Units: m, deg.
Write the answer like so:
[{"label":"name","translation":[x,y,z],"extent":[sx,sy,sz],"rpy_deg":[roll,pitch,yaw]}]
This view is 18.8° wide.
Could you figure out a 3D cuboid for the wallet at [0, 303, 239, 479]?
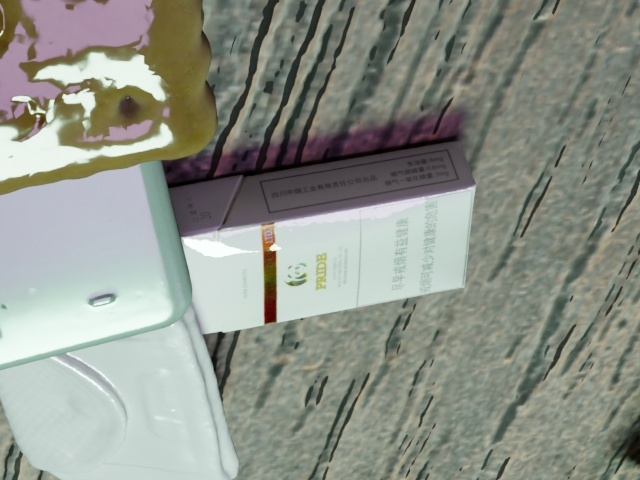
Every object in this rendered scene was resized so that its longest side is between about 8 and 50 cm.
[{"label":"wallet","translation":[-0.114,0.083,1.031],"extent":[0.124,0.032,0.183],"rpy_deg":[2,141,9]}]

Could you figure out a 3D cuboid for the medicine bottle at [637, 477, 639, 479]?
[{"label":"medicine bottle","translation":[0.295,0.126,1.167],"extent":[0.143,0.143,0.258],"rpy_deg":[11,132,-30]}]

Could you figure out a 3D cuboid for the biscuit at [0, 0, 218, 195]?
[{"label":"biscuit","translation":[-0.209,-0.090,0.777],"extent":[0.325,0.044,0.217],"rpy_deg":[-12,128,-7]}]

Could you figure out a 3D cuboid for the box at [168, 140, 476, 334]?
[{"label":"box","translation":[0.000,0.000,0.994],"extent":[0.154,0.040,0.084],"rpy_deg":[-9,143,-8]}]

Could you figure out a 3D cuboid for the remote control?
[{"label":"remote control","translation":[-0.214,0.014,0.898],"extent":[0.296,0.056,0.140],"rpy_deg":[-14,120,-4]}]
